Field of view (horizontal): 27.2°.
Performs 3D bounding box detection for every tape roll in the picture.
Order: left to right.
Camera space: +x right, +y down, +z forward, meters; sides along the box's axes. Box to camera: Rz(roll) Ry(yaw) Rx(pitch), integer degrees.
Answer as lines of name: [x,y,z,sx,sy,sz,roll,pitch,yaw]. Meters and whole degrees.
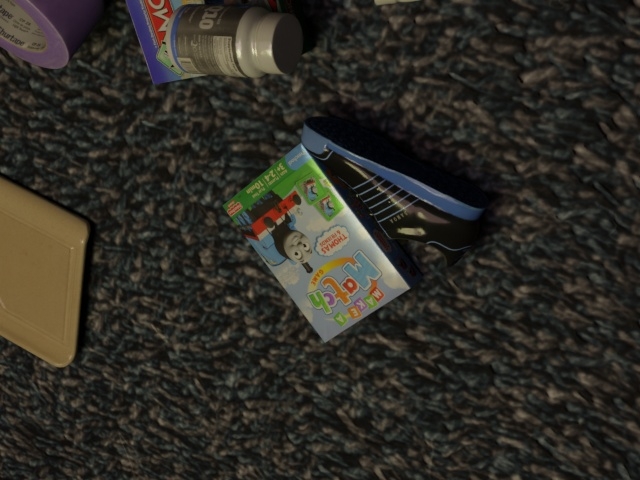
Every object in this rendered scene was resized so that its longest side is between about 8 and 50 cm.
tape roll: [-0.357,-0.296,1.573,0.189,0.080,0.189,27,159,11]

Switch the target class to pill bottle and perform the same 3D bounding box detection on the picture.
pill bottle: [-0.093,-0.217,1.441,0.137,0.078,0.078,8,118,29]

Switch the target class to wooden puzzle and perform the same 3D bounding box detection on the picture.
wooden puzzle: [-0.421,0.036,1.876,0.221,0.044,0.239,26,121,20]

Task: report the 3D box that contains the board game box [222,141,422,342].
board game box: [0.000,0.000,1.579,0.160,0.039,0.211,-36,93,40]

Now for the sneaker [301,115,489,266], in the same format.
sneaker: [0.071,-0.054,1.476,0.232,0.081,0.090,30,119,16]

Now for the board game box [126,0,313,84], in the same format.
board game box: [-0.147,-0.345,1.491,0.213,0.046,0.317,-6,110,34]

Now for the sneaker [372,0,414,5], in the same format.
sneaker: [0.093,-0.384,1.299,0.123,0.106,0.290,-7,107,4]
